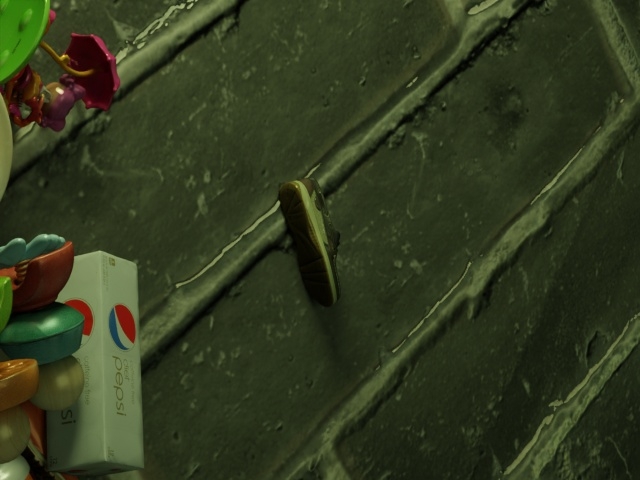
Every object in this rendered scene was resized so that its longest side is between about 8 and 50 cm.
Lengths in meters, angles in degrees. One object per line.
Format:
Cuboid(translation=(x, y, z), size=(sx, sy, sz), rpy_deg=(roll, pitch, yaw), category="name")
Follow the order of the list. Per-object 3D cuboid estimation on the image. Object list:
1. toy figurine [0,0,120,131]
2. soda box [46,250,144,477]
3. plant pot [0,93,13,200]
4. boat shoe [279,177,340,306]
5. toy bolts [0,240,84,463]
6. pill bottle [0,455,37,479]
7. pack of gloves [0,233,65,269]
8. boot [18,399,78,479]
Cuboid(translation=(-0.276, -0.162, 1.749), size=(0.159, 0.130, 0.173), rpy_deg=(29, 91, -47), category="toy figurine")
Cuboid(translation=(-0.227, 0.124, 1.753), size=(0.069, 0.074, 0.216), rpy_deg=(24, 58, -58), category="soda box")
Cuboid(translation=(-0.412, -0.079, 1.521), size=(0.275, 0.243, 0.275), rpy_deg=(3, 86, -42), category="plant pot")
Cuboid(translation=(0.000, 0.000, 2.014), size=(0.049, 0.056, 0.152), rpy_deg=(-23, 104, -35), category="boat shoe")
Cuboid(translation=(-0.321, 0.111, 1.634), size=(0.228, 0.218, 0.158), rpy_deg=(-30, 109, -57), category="toy bolts")
Cuboid(translation=(-0.309, 0.263, 1.706), size=(0.086, 0.086, 0.152), rpy_deg=(-41, 115, -35), category="pill bottle")
Cuboid(translation=(-0.335, 0.043, 1.453), size=(0.195, 0.232, 0.046), rpy_deg=(-6, 82, -51), category="pack of gloves")
Cuboid(translation=(-0.279, 0.190, 1.757), size=(0.084, 0.059, 0.158), rpy_deg=(-50, 119, -37), category="boot")
